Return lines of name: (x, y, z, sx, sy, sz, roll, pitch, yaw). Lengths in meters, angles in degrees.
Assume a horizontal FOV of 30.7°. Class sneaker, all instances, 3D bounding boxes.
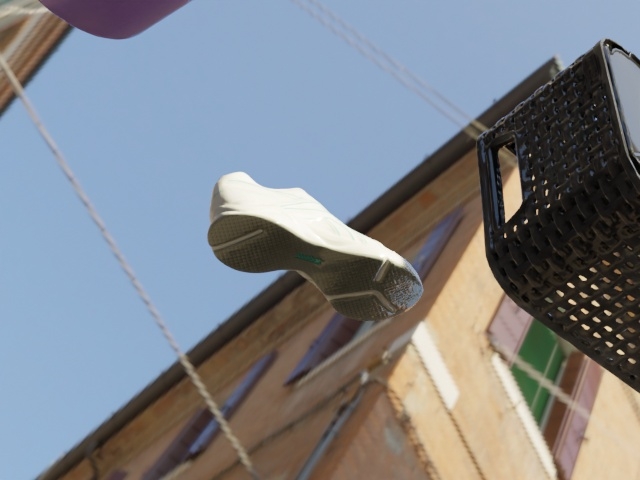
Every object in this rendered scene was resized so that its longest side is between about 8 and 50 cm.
sneaker: (0.000, 0.000, 0.703, 0.152, 0.061, 0.053, 26, -58, -28)

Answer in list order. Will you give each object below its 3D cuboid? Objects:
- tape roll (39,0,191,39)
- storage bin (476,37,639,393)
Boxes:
tape roll: (-0.159, -0.251, 0.867, 0.080, 0.189, 0.189, -25, -76, 32)
storage bin: (0.170, 0.003, 0.570, 0.180, 0.122, 0.084, 35, -55, -25)
